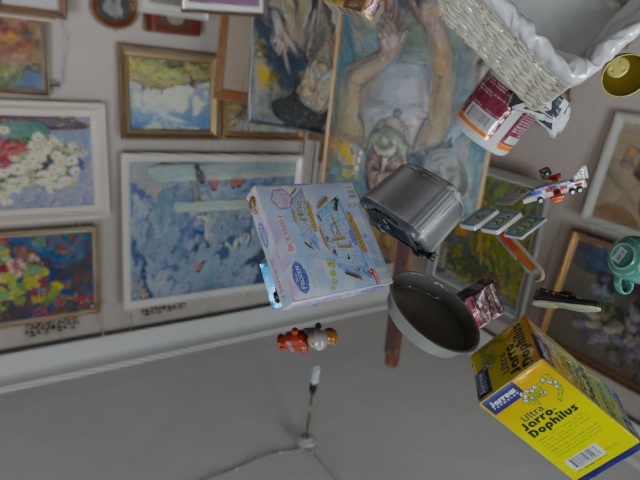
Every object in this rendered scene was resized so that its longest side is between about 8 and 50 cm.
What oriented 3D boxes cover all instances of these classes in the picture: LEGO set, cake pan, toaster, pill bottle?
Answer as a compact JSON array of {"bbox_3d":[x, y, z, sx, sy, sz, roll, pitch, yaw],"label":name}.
[{"bbox_3d":[0.434,-0.095,1.115,0.244,0.060,0.182,-33,-159,-17],"label":"LEGO set"},{"bbox_3d":[0.305,0.206,1.460,0.293,0.054,0.293,22,-147,-16],"label":"cake pan"},{"bbox_3d":[0.206,-0.066,1.137,0.146,0.129,0.227,-45,-133,-7],"label":"toaster"},{"bbox_3d":[0.629,-0.488,1.680,0.224,0.392,0.224,25,-148,-17],"label":"pill bottle"}]

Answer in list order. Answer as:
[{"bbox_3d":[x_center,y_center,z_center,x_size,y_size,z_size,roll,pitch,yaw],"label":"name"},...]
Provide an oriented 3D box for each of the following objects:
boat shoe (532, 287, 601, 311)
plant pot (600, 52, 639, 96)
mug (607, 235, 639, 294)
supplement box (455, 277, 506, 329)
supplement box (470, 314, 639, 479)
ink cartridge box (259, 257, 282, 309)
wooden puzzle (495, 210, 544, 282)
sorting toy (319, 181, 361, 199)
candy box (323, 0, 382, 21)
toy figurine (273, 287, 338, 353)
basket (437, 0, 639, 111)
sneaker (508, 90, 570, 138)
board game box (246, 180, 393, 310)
[{"bbox_3d":[0.503,0.121,1.080,0.133,0.042,0.049,4,159,45],"label":"boat shoe"},{"bbox_3d":[0.952,-0.535,1.668,0.134,0.134,0.095,10,-143,8],"label":"plant pot"},{"bbox_3d":[0.877,0.064,1.477,0.097,0.158,0.129,13,162,-23],"label":"mug"},{"bbox_3d":[0.492,0.239,1.770,0.239,0.130,0.073,-27,-166,-16],"label":"supplement box"},{"bbox_3d":[0.578,0.396,1.319,0.356,0.195,0.194,39,-156,-10],"label":"supplement box"},{"bbox_3d":[-0.066,0.116,1.819,0.232,0.168,0.171,-14,-174,4],"label":"ink cartridge box"},{"bbox_3d":[0.604,0.028,1.636,0.239,0.044,0.221,58,-168,15],"label":"wooden puzzle"},{"bbox_3d":[0.003,-0.117,2.040,0.041,0.307,0.229,23,-148,-52],"label":"sorting toy"},{"bbox_3d":[0.104,-0.716,1.541,0.053,0.109,0.186,22,-167,-45],"label":"candy box"},{"bbox_3d":[-0.031,0.219,1.535,0.148,0.213,0.209,-8,170,18],"label":"toy figurine"},{"bbox_3d":[0.423,-0.455,0.931,0.328,0.331,0.266,49,-176,7],"label":"basket"},{"bbox_3d":[0.635,-0.399,1.556,0.153,0.094,0.235,37,-174,39],"label":"sneaker"},{"bbox_3d":[0.000,0.000,1.377,0.318,0.066,0.319,-7,-113,-35],"label":"board game box"}]
